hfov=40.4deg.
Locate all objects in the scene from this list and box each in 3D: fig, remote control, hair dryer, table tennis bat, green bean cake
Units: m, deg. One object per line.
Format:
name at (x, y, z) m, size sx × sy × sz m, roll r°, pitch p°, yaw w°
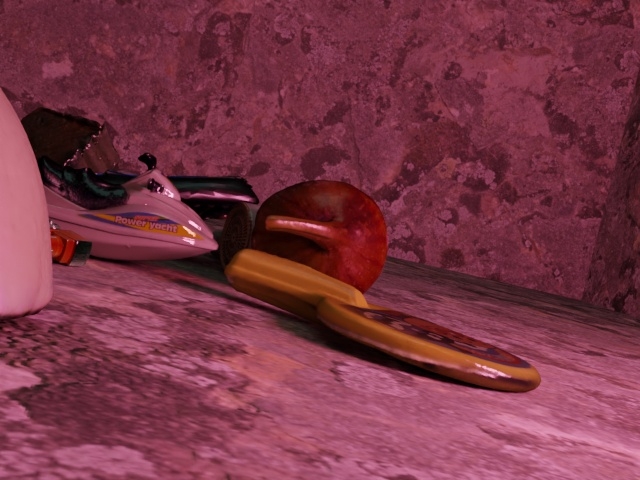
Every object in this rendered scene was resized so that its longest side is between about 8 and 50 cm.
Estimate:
fig at (0.006, 0.000, 1.068) m, size 0.175 × 0.175 × 0.207 m, roll 13°, pitch -7°, yaw -9°
remote control at (-0.293, -0.065, 1.256) m, size 0.398 × 0.062 × 0.144 m, roll -1°, pitch -8°, yaw -29°
hair dryer at (-0.107, 0.006, 1.365) m, size 0.173 × 0.108 × 0.357 m, roll 13°, pitch -4°, yaw -28°
table tennis bat at (0.054, 0.080, 0.907) m, size 0.368 × 0.054 × 0.224 m, roll 19°, pitch 4°, yaw 30°
green bean cake at (-0.430, -0.117, 1.377) m, size 0.181 × 0.173 × 0.094 m, roll 14°, pitch -38°, yaw 30°

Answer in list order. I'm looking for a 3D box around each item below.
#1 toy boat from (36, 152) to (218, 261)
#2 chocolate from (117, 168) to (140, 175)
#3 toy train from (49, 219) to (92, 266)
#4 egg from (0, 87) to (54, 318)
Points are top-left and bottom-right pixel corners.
toy boat at (-0.261, -0.040, 1.067) m, size 0.269 × 0.141 × 0.141 m, roll -1°, pitch 2°, yaw 0°
chocolate at (-0.390, -0.080, 1.548) m, size 0.110 × 0.110 × 0.248 m, roll 15°, pitch 8°, yaw 26°
toy train at (-0.298, 0.001, 0.915) m, size 0.064 × 0.044 × 0.103 m, roll 26°, pitch 8°, yaw 27°
egg at (-0.333, -0.073, 0.593) m, size 0.336 × 0.201 × 0.337 m, roll 11°, pitch 3°, yaw -1°
